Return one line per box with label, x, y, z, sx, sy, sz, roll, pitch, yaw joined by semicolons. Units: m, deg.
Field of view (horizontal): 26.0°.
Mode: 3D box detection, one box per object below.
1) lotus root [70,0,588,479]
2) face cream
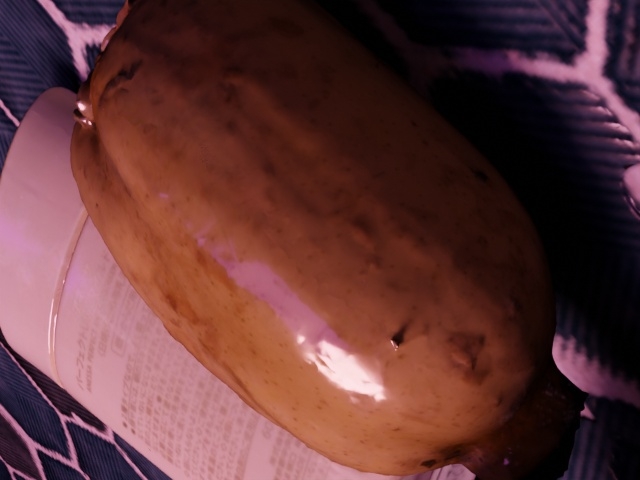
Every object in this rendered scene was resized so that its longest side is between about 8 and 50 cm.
lotus root;0.000;0.000;0.600;0.284;0.146;0.160;44;167;8
face cream;-0.065;0.054;0.783;0.348;0.081;0.173;30;110;34
